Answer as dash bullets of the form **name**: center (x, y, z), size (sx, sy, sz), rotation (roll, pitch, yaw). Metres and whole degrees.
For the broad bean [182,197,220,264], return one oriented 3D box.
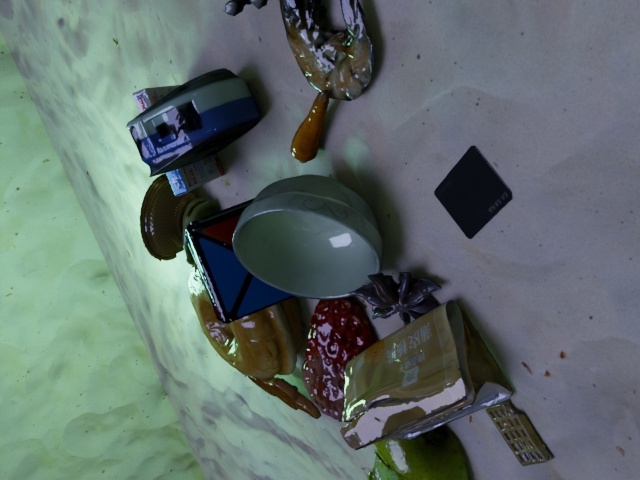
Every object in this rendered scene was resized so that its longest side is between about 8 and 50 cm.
- **broad bean**: center (-0.356, -0.022, 2.097), size (0.072, 0.153, 0.206), rotation (13, 100, 37)

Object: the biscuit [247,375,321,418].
- **biscuit**: center (-0.127, 0.446, 2.144), size (0.205, 0.049, 0.324), rotation (43, 159, -19)

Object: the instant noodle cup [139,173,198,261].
- **instant noodle cup**: center (-0.427, -0.068, 2.125), size (0.091, 0.274, 0.274), rotation (7, 124, 23)

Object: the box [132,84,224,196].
- **box**: center (-0.360, -0.268, 1.834), size (0.048, 0.265, 0.273), rotation (-18, 99, 16)

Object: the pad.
- **pad**: center (0.257, -0.079, 1.205), size (0.112, 0.003, 0.157), rotation (55, 150, 14)

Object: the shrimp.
- **shrimp**: center (0.007, -0.422, 1.267), size (0.233, 0.071, 0.364), rotation (21, 134, 46)

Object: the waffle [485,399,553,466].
- **waffle**: center (0.380, 0.369, 1.357), size (0.135, 0.021, 0.092), rotation (58, 152, 8)

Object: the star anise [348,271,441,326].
- **star anise**: center (0.156, 0.111, 1.424), size (0.181, 0.061, 0.204), rotation (21, 146, -5)

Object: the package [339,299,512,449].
- **package**: center (0.175, 0.289, 1.376), size (0.311, 0.165, 0.221), rotation (-37, 81, 39)

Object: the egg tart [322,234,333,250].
- **egg tart**: center (0.000, 0.000, 1.638), size (0.130, 0.052, 0.130), rotation (39, 145, 35)

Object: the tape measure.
- **tape measure**: center (-0.279, -0.282, 1.639), size (0.262, 0.259, 0.138), rotation (-27, 95, 35)

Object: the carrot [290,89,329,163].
- **carrot**: center (-0.019, -0.237, 1.445), size (0.061, 0.061, 0.256), rotation (54, 156, 16)

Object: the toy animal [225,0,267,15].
- **toy animal**: center (-0.154, -0.599, 1.296), size (0.106, 0.168, 0.343), rotation (-2, 115, 21)

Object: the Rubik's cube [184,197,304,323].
- **Rubik's cube**: center (-0.168, 0.040, 1.683), size (0.250, 0.246, 0.248), rotation (162, 87, -78)

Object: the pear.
- **pear**: center (0.221, 0.506, 1.587), size (0.238, 0.164, 0.255), rotation (35, 138, 42)

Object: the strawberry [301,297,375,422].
- **strawberry**: center (0.037, 0.292, 1.720), size (0.265, 0.149, 0.336), rotation (22, 131, 52)

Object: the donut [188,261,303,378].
- **donut**: center (-0.216, 0.201, 2.008), size (0.449, 0.198, 0.448), rotation (40, 146, 34)

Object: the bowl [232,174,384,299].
- **bowl**: center (-0.015, -0.022, 1.461), size (0.307, 0.163, 0.307), rotation (9, 147, 6)
